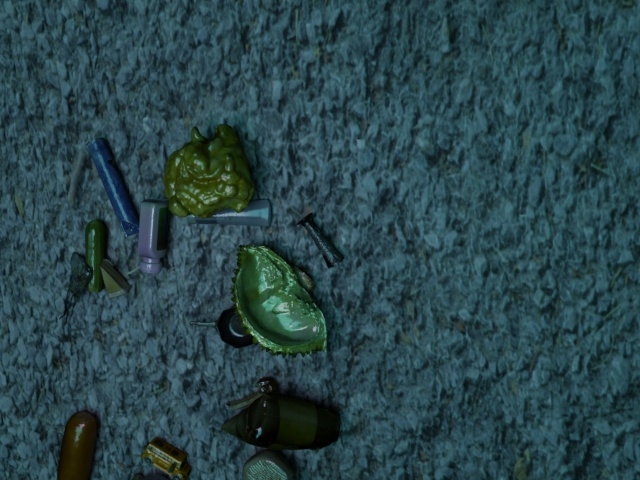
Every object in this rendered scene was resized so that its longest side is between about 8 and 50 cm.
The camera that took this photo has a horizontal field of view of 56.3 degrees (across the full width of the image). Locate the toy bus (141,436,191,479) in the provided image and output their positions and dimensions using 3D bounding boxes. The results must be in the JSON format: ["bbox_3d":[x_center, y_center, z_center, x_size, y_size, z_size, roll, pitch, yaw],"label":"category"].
[{"bbox_3d":[-0.486,0.703,1.919,0.162,0.069,0.074,29,99,4],"label":"toy bus"}]

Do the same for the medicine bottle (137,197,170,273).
[{"bbox_3d":[-0.501,-0.013,1.795,0.077,0.115,0.219,8,100,6],"label":"medicine bottle"}]

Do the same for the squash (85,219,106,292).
[{"bbox_3d":[-0.699,0.048,1.857,0.066,0.066,0.229,6,99,7],"label":"squash"}]

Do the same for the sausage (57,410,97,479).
[{"bbox_3d":[-0.791,0.689,1.945,0.105,0.105,0.275,14,100,6],"label":"sausage"}]

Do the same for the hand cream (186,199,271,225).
[{"bbox_3d":[-0.272,-0.079,1.789,0.255,0.048,0.080,-2,100,5],"label":"hand cream"}]

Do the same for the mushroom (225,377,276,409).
[{"bbox_3d":[-0.217,0.484,1.857,0.187,0.061,0.060,-33,88,16],"label":"mushroom"}]

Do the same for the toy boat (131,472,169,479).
[{"bbox_3d":[-0.556,0.895,1.943,0.293,0.111,0.276,-20,88,20],"label":"toy boat"}]

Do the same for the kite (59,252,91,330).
[{"bbox_3d":[-0.777,0.163,1.882,0.141,0.015,0.245,35,110,40],"label":"kite"}]

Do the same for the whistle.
[{"bbox_3d":[-0.626,-0.160,1.820,0.062,0.062,0.304,-21,95,10],"label":"whistle"}]

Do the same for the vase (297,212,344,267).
[{"bbox_3d":[0.000,0.000,1.755,0.059,0.059,0.167,-35,92,11],"label":"vase"}]

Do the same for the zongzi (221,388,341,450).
[{"bbox_3d":[-0.124,0.573,1.845,0.289,0.317,0.154,21,61,-23],"label":"zongzi"}]

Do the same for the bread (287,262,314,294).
[{"bbox_3d":[-0.085,0.129,1.793,0.129,0.044,0.126,38,114,2],"label":"bread"}]

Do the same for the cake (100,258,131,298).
[{"bbox_3d":[-0.652,0.118,1.852,0.065,0.052,0.121,-26,112,17],"label":"cake"}]

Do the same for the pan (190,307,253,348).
[{"bbox_3d":[-0.282,0.245,1.834,0.201,0.048,0.128,28,100,2],"label":"pan"}]

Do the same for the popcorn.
[{"bbox_3d":[-0.325,-0.184,1.689,0.250,0.235,0.242,-18,65,-4],"label":"popcorn"}]

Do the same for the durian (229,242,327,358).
[{"bbox_3d":[-0.138,0.184,1.728,0.198,0.163,0.395,-30,88,32],"label":"durian"}]

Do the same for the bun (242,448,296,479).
[{"bbox_3d":[-0.150,0.725,1.853,0.166,0.113,0.173,-27,95,18],"label":"bun"}]
